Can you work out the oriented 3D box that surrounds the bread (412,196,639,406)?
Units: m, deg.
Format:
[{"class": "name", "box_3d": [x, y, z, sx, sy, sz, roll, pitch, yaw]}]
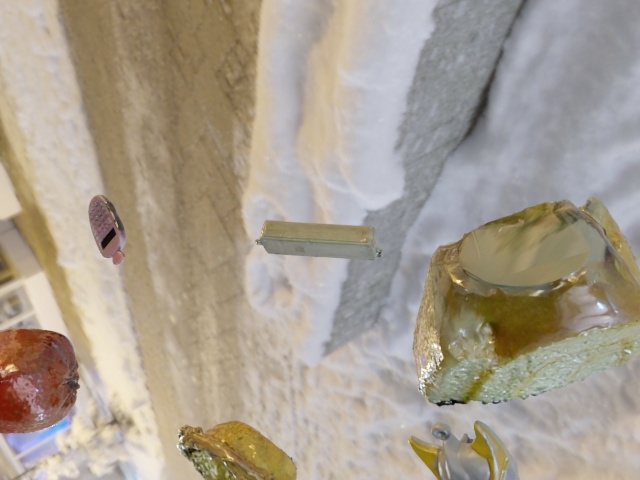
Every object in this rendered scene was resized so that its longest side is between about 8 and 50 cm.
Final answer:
[{"class": "bread", "box_3d": [0.296, 0.091, 1.326, 0.264, 0.395, 0.239, 53, -160, -54]}]

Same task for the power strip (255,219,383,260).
[{"class": "power strip", "box_3d": [0.000, 0.000, 1.820, 0.272, 0.052, 0.078, 3, 152, 15]}]

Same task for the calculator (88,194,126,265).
[{"class": "calculator", "box_3d": [-0.456, -0.021, 1.857, 0.103, 0.024, 0.165, -40, 70, 41]}]

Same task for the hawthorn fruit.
[{"class": "hawthorn fruit", "box_3d": [-0.577, 0.258, 1.600, 0.205, 0.253, 0.205, -2, -90, -89]}]

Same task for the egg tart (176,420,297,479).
[{"class": "egg tart", "box_3d": [-0.145, 0.434, 1.647, 0.288, 0.118, 0.288, 30, 154, 17]}]

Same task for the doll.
[{"class": "doll", "box_3d": [0.283, 0.414, 1.462, 0.316, 0.103, 0.145, 46, 159, -21]}]
